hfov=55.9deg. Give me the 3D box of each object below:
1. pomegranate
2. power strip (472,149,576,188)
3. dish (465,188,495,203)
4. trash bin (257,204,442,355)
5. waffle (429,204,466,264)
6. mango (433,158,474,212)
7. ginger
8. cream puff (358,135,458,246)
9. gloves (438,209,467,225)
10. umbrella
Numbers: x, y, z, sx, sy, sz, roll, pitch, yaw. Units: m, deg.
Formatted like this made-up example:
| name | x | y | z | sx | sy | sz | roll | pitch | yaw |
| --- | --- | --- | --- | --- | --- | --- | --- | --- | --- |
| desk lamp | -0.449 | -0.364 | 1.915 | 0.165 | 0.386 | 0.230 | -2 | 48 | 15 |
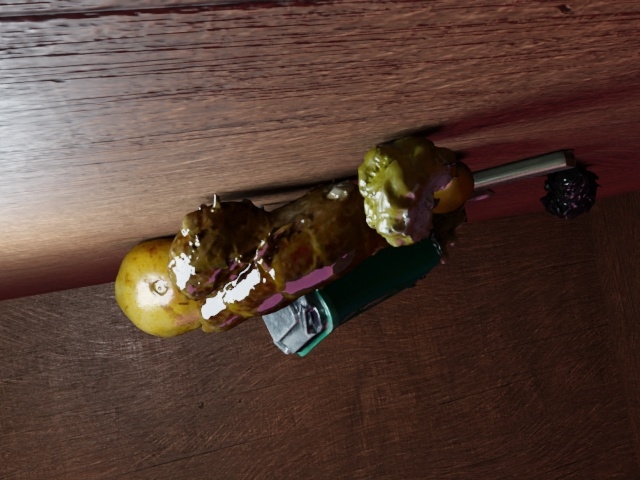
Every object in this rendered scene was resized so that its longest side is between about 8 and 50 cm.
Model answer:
| name | x | y | z | sx | sy | sz | roll | pitch | yaw |
| --- | --- | --- | --- | --- | --- | --- | --- | --- | --- |
| pomegranate | -0.377 | 0.116 | 1.499 | 0.265 | 0.264 | 0.264 | -10 | 177 | -1 |
| power strip | 0.413 | -0.146 | 1.305 | 0.268 | 0.034 | 0.092 | -13 | 176 | 35 |
| dish | 0.415 | -0.128 | 1.597 | 0.091 | 0.039 | 0.137 | -18 | 177 | 24 |
| trash bin | 0.039 | 0.045 | 1.329 | 0.381 | 0.295 | 0.259 | -20 | 163 | -28 |
| waffle | 0.241 | -0.006 | 1.569 | 0.073 | 0.297 | 0.317 | 36 | 142 | -22 |
| mango | 0.211 | -0.100 | 1.059 | 0.111 | 0.089 | 0.163 | -24 | 162 | 22 |
| ginger | -0.077 | -0.001 | 1.041 | 0.419 | 0.254 | 0.176 | -25 | -145 | 9 |
| cream puff | 0.104 | -0.073 | 0.820 | 0.121 | 0.156 | 0.156 | 11 | 164 | -37 |
| gloves | 0.387 | -0.059 | 2.126 | 0.268 | 0.107 | 0.135 | -29 | 179 | 16 |
| umbrella | 0.632 | -0.133 | 1.563 | 0.154 | 0.128 | 0.337 | -30 | 161 | 29 |
